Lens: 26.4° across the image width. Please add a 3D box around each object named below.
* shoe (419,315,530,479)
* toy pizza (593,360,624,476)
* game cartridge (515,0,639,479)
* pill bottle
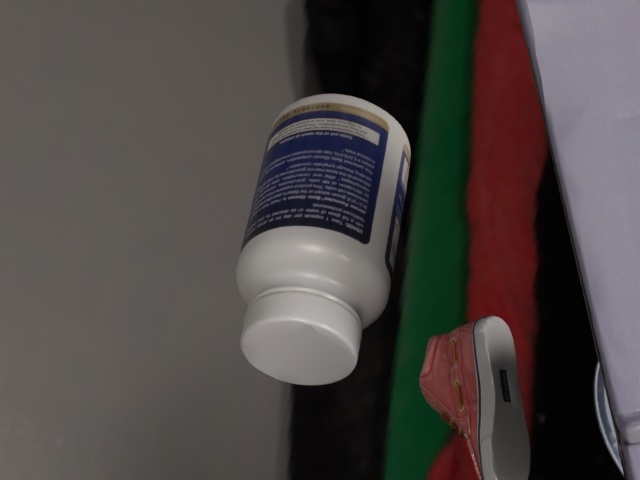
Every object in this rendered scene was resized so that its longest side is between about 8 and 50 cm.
[{"bbox_3d":[0.145,0.164,1.293,0.081,0.063,0.178,-21,-118,38],"label":"shoe"},{"bbox_3d":[0.311,0.159,1.157,0.032,0.201,0.201,-47,-143,50],"label":"toy pizza"},{"bbox_3d":[0.224,-0.046,0.636,0.068,0.230,0.355,-58,134,-73],"label":"game cartridge"},{"bbox_3d":[0.000,0.000,0.837,0.094,0.094,0.169,128,-20,-49],"label":"pill bottle"}]
